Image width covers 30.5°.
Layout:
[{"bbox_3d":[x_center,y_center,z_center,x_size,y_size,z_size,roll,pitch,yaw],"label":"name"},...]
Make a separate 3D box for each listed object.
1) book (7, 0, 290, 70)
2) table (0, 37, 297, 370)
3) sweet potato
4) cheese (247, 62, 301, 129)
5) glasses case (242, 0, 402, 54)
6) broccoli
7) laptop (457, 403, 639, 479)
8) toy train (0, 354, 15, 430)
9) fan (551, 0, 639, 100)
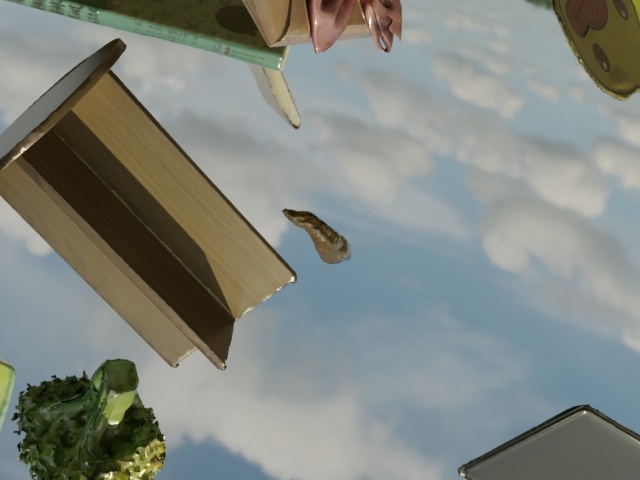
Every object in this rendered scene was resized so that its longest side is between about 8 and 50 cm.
[{"bbox_3d":[-0.198,-0.312,1.294,0.379,0.031,0.264,14,-136,-1],"label":"book"},{"bbox_3d":[-0.138,-0.013,0.894,0.227,0.167,0.167,48,-173,-18],"label":"table"},{"bbox_3d":[0.005,0.001,1.347,0.041,0.038,0.153,10,164,30],"label":"sweet potato"},{"bbox_3d":[-0.087,-0.267,1.746,0.085,0.034,0.400,52,176,18],"label":"cheese"},{"bbox_3d":[0.016,-0.192,0.906,0.102,0.070,0.193,61,-150,5],"label":"glasses case"},{"bbox_3d":[-0.258,0.211,1.353,0.194,0.194,0.220,16,-139,-15],"label":"broccoli"},{"bbox_3d":[0.212,0.188,0.931,0.180,0.129,0.016,30,-141,-33],"label":"laptop"},{"bbox_3d":[-0.339,0.040,0.669,0.253,0.160,0.397,32,173,-30],"label":"toy train"},{"bbox_3d":[0.323,-0.308,1.448,0.335,0.011,0.230,49,-137,-21],"label":"fan"}]
